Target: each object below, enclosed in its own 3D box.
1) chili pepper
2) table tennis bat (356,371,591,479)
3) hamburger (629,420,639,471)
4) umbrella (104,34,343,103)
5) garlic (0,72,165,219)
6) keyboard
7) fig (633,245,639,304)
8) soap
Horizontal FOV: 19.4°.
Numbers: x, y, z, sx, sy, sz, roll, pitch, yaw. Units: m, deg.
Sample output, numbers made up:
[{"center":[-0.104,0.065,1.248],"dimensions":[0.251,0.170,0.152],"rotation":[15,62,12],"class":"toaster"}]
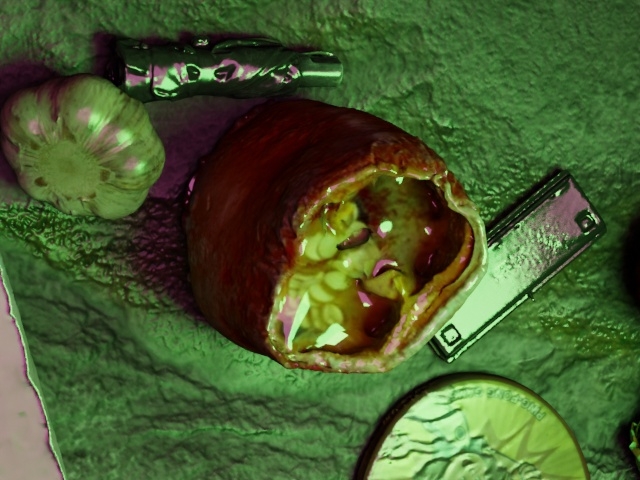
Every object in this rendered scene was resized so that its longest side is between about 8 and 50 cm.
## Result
[{"center":[0.000,0.000,1.756],"dimensions":[0.251,0.305,0.229],"rotation":[-42,105,-6],"class":"chili pepper"},{"center":[0.171,0.343,1.990],"dimensions":[0.268,0.051,0.415],"rotation":[-11,98,-16],"class":"table tennis bat"},{"center":[0.453,0.224,2.007],"dimensions":[0.235,0.125,0.214],"rotation":[-22,123,-1],"class":"hamburger"},{"center":[-0.091,-0.164,1.834],"dimensions":[0.235,0.059,0.066],"rotation":[-1,121,-19],"class":"umbrella"},{"center":[-0.222,-0.091,1.772],"dimensions":[0.159,0.102,0.147],"rotation":[17,124,3],"class":"garlic"},{"center":[0.196,0.028,1.966],"dimensions":[0.230,0.025,0.094],"rotation":[-38,105,-10],"class":"keyboard"},{"center":[0.450,0.032,1.931],"dimensions":[0.203,0.249,0.186],"rotation":[30,69,-18],"class":"fig"},{"center":[-0.312,0.134,1.683],"dimensions":[0.107,0.285,0.296],"rotation":[-17,103,-14],"class":"soap"}]
